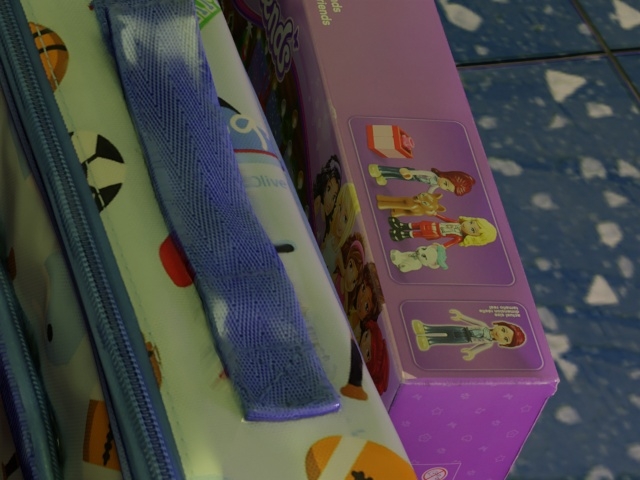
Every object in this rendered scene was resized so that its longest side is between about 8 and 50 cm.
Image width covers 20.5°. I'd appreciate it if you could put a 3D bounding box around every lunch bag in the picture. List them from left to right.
[{"bbox_3d":[-0.070,0.054,0.591,0.115,0.243,0.303,-7,52,-24],"label":"lunch bag"}]

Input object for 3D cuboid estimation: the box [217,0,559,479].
[{"bbox_3d":[0.000,0.000,0.694,0.057,0.201,0.293,2,47,-17],"label":"box"}]
